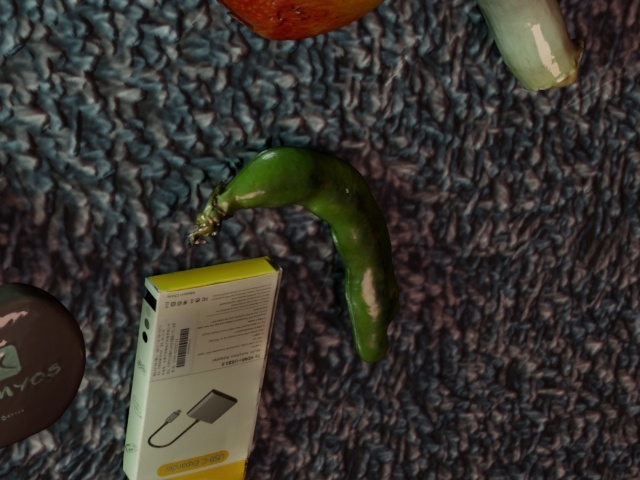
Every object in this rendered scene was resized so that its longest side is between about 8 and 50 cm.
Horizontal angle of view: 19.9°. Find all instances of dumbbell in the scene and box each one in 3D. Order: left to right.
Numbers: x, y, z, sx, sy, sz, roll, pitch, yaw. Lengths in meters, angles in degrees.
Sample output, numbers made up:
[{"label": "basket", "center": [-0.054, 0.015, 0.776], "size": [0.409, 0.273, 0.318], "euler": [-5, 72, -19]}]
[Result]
[{"label": "dumbbell", "center": [-0.279, 0.052, 1.383], "size": [0.140, 0.225, 0.124], "euler": [-24, 129, -20]}]

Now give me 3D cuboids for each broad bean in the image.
[{"label": "broad bean", "center": [0.000, 0.000, 1.651], "size": [0.292, 0.049, 0.144], "euler": [37, 82, -44]}]

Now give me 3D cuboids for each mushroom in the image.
[{"label": "mushroom", "center": [0.159, -0.231, 1.576], "size": [0.099, 0.096, 0.278], "euler": [-39, 139, -3]}]

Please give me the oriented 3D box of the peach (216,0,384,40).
[{"label": "peach", "center": [-0.015, -0.265, 1.352], "size": [0.231, 0.231, 0.231], "euler": [-18, 130, -23]}]

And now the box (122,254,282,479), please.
[{"label": "box", "center": [-0.114, 0.131, 1.693], "size": [0.129, 0.033, 0.247], "euler": [-9, 126, -31]}]
